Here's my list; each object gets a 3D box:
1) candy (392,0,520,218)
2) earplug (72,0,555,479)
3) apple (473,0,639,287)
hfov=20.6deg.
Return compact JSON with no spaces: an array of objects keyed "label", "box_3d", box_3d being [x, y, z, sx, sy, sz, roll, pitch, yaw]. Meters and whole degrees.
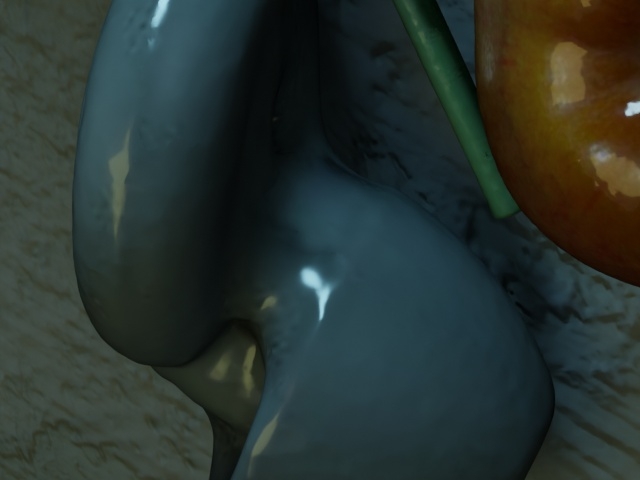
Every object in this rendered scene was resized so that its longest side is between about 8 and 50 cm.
[{"label":"candy","box_3d":[-0.010,-0.198,0.717,0.119,0.119,0.440,-7,116,48]},{"label":"earplug","box_3d":[-0.011,0.003,0.788,0.175,0.214,0.325,-16,108,20]},{"label":"apple","box_3d":[0.145,-0.075,0.578,0.209,0.164,0.209,24,130,33]}]
